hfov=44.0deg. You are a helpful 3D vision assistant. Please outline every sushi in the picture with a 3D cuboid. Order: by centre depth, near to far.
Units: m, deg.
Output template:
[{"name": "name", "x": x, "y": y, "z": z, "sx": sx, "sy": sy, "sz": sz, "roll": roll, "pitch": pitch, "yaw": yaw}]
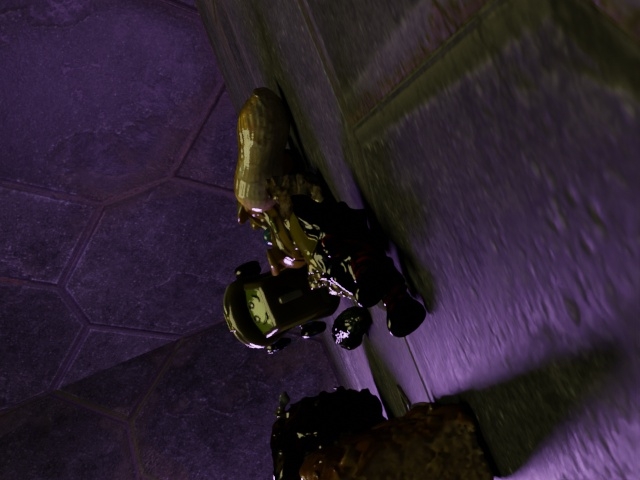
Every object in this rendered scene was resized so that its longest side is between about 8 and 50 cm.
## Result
[{"name": "sushi", "x": 0.039, "y": 0.492, "z": 1.737, "sx": 0.294, "sy": 0.300, "sz": 0.281, "roll": -119, "pitch": 23, "yaw": -71}]

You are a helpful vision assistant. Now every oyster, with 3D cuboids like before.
[{"name": "oyster", "x": 0.000, "y": 0.000, "z": 1.205, "sx": 0.214, "sy": 0.083, "sz": 0.223, "roll": 66, "pitch": 170, "yaw": -17}]

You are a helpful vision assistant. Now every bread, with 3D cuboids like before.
[{"name": "bread", "x": 0.075, "y": 0.254, "z": 0.874, "sx": 0.114, "sy": 0.185, "sz": 0.274, "roll": 63, "pitch": 176, "yaw": 11}]

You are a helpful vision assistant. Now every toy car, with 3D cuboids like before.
[{"name": "toy car", "x": -0.082, "y": -0.057, "z": 1.437, "sx": 0.200, "sy": 0.142, "sz": 0.247, "roll": 86, "pitch": 160, "yaw": -73}, {"name": "toy car", "x": -0.078, "y": 0.121, "z": 1.645, "sx": 0.198, "sy": 0.248, "sz": 0.204, "roll": 141, "pitch": 107, "yaw": -81}]

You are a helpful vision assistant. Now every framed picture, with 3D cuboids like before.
[{"name": "framed picture", "x": 0.146, "y": 0.285, "z": 1.290, "sx": 0.066, "sy": 0.007, "sz": 0.089, "roll": -122, "pitch": 11, "yaw": -67}]

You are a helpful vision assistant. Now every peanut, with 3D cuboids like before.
[{"name": "peanut", "x": -0.095, "y": -0.144, "z": 1.290, "sx": 0.087, "sy": 0.087, "sz": 0.206, "roll": -121, "pitch": 34, "yaw": -62}]

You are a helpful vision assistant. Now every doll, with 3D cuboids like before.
[{"name": "doll", "x": 0.028, "y": 0.013, "z": 0.864, "sx": 0.248, "sy": 0.088, "sz": 0.127, "roll": -126, "pitch": 14, "yaw": -56}]

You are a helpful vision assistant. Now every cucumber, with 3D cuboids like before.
[{"name": "cucumber", "x": 0.050, "y": 0.156, "z": 1.417, "sx": 0.245, "sy": 0.067, "sz": 0.067, "roll": 81, "pitch": 165, "yaw": -78}]
